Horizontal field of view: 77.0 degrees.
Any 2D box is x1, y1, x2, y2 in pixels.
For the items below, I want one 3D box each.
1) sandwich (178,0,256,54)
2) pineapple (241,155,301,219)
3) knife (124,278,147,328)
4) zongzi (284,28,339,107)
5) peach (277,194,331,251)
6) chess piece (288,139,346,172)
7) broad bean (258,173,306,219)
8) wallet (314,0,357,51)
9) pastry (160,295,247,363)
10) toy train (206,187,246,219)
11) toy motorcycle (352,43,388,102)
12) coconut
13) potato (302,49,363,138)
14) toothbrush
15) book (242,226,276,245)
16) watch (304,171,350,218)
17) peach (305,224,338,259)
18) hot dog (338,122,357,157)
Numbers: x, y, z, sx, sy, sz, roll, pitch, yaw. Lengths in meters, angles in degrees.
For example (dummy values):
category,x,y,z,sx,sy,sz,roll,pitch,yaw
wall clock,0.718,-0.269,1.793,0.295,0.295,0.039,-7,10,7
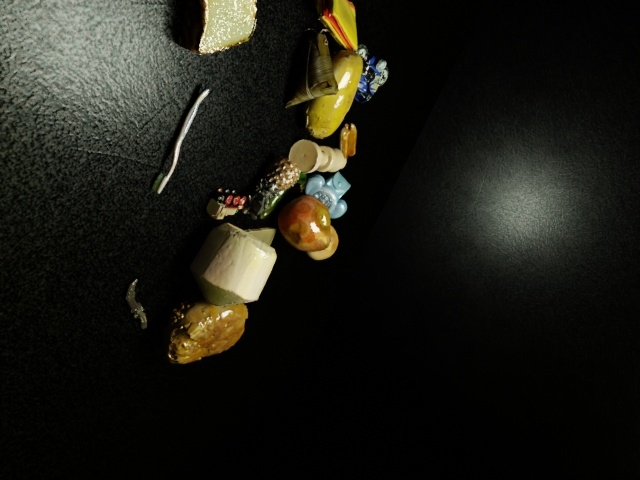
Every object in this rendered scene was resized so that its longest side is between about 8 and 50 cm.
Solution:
category,x,y,z,sx,sy,sz,roll,pitch,yaw
sandwich,-0.199,-0.494,0.786,0.186,0.065,0.215,-46,158,-38
pineapple,-0.171,-0.169,1.322,0.237,0.111,0.119,-52,153,-16
knife,-0.508,0.190,1.113,0.045,0.021,0.222,-47,158,-42
zongzi,-0.049,-0.511,1.200,0.084,0.184,0.187,-26,106,-62
peach,-0.050,-0.060,1.613,0.214,0.236,0.214,-35,-174,4
chess piece,0.012,-0.320,1.589,0.117,0.117,0.397,-65,164,17
broad bean,-0.127,-0.187,1.511,0.292,0.049,0.144,-43,160,-45
wallet,0.047,-0.659,1.163,0.241,0.067,0.141,-6,92,-69
pastry,-0.394,0.283,1.346,0.255,0.162,0.310,-54,155,18
toy train,-0.281,-0.109,1.214,0.087,0.050,0.138,-59,165,14
toy motorcycle,0.161,-0.619,1.519,0.169,0.113,0.315,-56,156,19
coconut,-0.275,0.088,1.244,0.244,0.239,0.239,-60,163,-2
potato,0.037,-0.476,1.324,0.300,0.140,0.173,-62,177,38
toothbrush,-0.323,-0.231,0.931,0.269,0.027,0.021,-61,-162,6
book,-0.260,0.028,1.532,0.161,0.026,0.231,-65,162,14
watch,0.029,-0.204,1.747,0.193,0.210,0.211,-55,166,-53
peach,0.000,0.000,1.944,0.184,0.184,0.184,-51,161,-26
hot dog,0.116,-0.428,1.774,0.092,0.062,0.236,-37,162,-15
